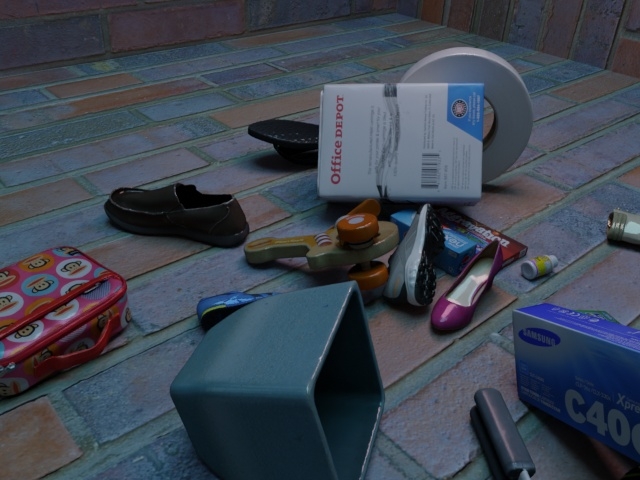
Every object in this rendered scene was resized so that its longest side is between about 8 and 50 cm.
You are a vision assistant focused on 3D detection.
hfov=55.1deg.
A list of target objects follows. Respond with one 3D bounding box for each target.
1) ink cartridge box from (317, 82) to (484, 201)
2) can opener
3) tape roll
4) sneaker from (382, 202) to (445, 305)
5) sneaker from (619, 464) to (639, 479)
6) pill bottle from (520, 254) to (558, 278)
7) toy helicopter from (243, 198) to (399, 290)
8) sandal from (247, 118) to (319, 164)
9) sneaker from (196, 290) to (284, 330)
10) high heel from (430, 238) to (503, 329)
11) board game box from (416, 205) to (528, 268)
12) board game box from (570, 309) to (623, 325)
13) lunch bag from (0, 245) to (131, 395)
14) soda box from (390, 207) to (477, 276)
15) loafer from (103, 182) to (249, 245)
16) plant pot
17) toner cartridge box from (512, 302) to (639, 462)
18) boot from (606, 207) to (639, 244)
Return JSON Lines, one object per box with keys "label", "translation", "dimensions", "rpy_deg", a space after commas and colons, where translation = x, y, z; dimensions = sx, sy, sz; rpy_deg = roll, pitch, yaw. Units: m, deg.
{"label": "ink cartridge box", "translation": [0.202, -0.237, 1.551], "dimensions": [0.395, 0.285, 0.166], "rpy_deg": [2, -3, 10]}
{"label": "can opener", "translation": [0.261, 0.339, 0.904], "dimensions": [0.095, 0.075, 0.283], "rpy_deg": [0, 31, -7]}
{"label": "tape roll", "translation": [0.373, -0.326, 1.673], "dimensions": [0.392, 0.391, 0.072], "rpy_deg": [7, 33, 6]}
{"label": "sneaker", "translation": [0.199, 0.023, 1.324], "dimensions": [0.108, 0.100, 0.271], "rpy_deg": [-10, 42, 36]}
{"label": "sneaker", "translation": [0.478, 0.395, 0.813], "dimensions": [0.385, 0.145, 0.147], "rpy_deg": [-16, 74, -41]}
{"label": "pill bottle", "translation": [0.500, 0.058, 1.396], "dimensions": [0.083, 0.043, 0.043], "rpy_deg": [-15, 37, -27]}
{"label": "toy helicopter", "translation": [0.000, 0.000, 1.350], "dimensions": [0.355, 0.140, 0.235], "rpy_deg": [-5, 23, 22]}
{"label": "sandal", "translation": [-0.006, -0.282, 1.857], "dimensions": [0.446, 0.107, 0.167], "rpy_deg": [1, 29, -27]}
{"label": "sneaker", "translation": [-0.139, 0.125, 1.215], "dimensions": [0.210, 0.069, 0.082], "rpy_deg": [-6, 30, -13]}
{"label": "high heel", "translation": [0.305, 0.089, 1.261], "dimensions": [0.082, 0.117, 0.244], "rpy_deg": [29, 41, 34]}
{"label": "board game box", "translation": [0.350, -0.013, 1.512], "dimensions": [0.145, 0.027, 0.281], "rpy_deg": [-22, 40, -36]}
{"label": "board game box", "translation": [0.536, 0.230, 1.073], "dimensions": [0.214, 0.046, 0.317], "rpy_deg": [6, 27, -30]}
{"label": "lunch bag", "translation": [-0.502, 0.145, 1.116], "dimensions": [0.258, 0.120, 0.293], "rpy_deg": [26, 40, 26]}
{"label": "soda box", "translation": [0.260, -0.001, 1.446], "dimensions": [0.071, 0.067, 0.210], "rpy_deg": [-23, 41, -35]}
{"label": "loafer", "translation": [-0.345, -0.090, 1.476], "dimensions": [0.366, 0.130, 0.133], "rpy_deg": [9, 33, 9]}
{"label": "plant pot", "translation": [-0.067, 0.229, 0.913], "dimensions": [0.253, 0.247, 0.247], "rpy_deg": [-4, 29, 22]}
{"label": "toner cartridge box", "translation": [0.427, 0.210, 0.916], "dimensions": [0.075, 0.165, 0.348], "rpy_deg": [-8, 8, -18]}
{"label": "boot", "translation": [0.822, -0.046, 1.560], "dimensions": [0.165, 0.077, 0.213], "rpy_deg": [17, 38, 24]}
